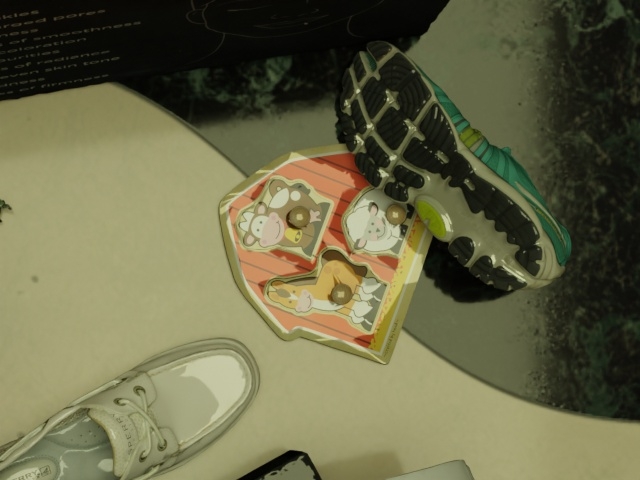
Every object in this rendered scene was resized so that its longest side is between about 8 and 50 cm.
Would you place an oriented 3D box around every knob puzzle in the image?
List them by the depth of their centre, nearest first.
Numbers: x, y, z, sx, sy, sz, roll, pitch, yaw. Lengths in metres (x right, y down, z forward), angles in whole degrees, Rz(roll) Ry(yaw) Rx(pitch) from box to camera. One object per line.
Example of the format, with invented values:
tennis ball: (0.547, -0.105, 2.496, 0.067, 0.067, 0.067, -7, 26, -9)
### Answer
knob puzzle: (0.000, 0.000, 1.676, 0.213, 0.030, 0.213, 1, 85, -7)

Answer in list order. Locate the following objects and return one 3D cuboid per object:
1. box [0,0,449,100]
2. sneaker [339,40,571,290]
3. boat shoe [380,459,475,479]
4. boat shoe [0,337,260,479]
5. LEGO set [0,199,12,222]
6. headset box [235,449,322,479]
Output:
box: (-0.123, -0.317, 1.469, 0.480, 0.472, 0.297, -10, 86, -8)
sneaker: (0.120, -0.064, 1.669, 0.107, 0.110, 0.275, -46, 74, 28)
boat shoe: (-0.007, 0.270, 1.474, 0.306, 0.113, 0.105, -15, 71, -18)
boat shoe: (-0.174, 0.172, 1.604, 0.277, 0.096, 0.098, -29, 88, -9)
LEGO set: (-0.314, -0.021, 1.647, 0.083, 0.023, 0.054, 7, 81, 7)
headset box: (-0.058, 0.360, 1.583, 0.246, 0.131, 0.283, -27, 88, -8)
